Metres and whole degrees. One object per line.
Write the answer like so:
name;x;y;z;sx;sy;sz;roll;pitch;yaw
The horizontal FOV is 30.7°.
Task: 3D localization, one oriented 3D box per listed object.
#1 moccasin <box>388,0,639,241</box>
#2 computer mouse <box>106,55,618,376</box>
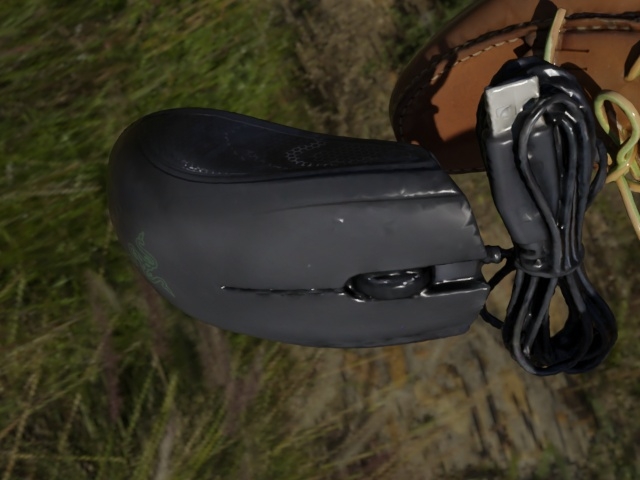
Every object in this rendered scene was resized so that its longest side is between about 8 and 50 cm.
moccasin;0.208;-0.077;0.622;0.139;0.380;0.147;55;43;-46
computer mouse;0.000;0.000;0.572;0.072;0.272;0.188;-61;147;-40
